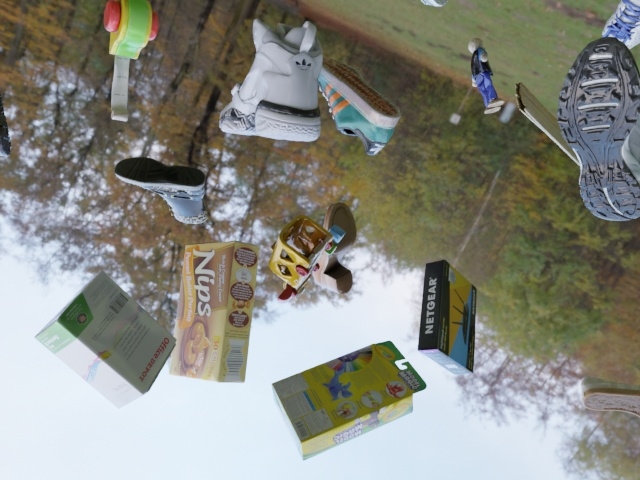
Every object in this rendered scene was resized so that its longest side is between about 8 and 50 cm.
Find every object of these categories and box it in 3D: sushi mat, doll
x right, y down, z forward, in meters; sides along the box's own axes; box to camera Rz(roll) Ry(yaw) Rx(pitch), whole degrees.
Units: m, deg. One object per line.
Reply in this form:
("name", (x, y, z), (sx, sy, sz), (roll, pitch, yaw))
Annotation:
("sushi mat", (0.533, -0.215, 1.183), (0.317, 0.019, 0.151), (37, -142, -16))
("doll", (0.398, -0.409, 1.345), (0.046, 0.188, 0.129), (-13, 170, 1))

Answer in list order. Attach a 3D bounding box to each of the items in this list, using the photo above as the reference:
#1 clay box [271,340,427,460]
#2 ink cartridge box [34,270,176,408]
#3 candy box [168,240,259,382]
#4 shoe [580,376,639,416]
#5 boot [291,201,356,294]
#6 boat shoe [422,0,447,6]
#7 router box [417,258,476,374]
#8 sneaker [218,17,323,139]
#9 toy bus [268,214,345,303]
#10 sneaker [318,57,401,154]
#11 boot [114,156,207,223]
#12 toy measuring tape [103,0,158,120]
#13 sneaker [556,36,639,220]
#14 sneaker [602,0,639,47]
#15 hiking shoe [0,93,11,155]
("clay box", (0.047, 0.248, 0.881), (0.222, 0.053, 0.127), (-16, -144, -18))
("ink cartridge box", (-0.403, 0.191, 1.053), (0.212, 0.093, 0.154), (47, -150, -17))
("candy box", (-0.249, 0.164, 1.280), (0.183, 0.316, 0.088), (-4, 165, 39))
("shoe", (0.638, 0.317, 1.102), (0.219, 0.076, 0.058), (9, -152, 8))
("boot", (0.000, 0.000, 1.572), (0.109, 0.283, 0.220), (-27, -145, -29))
("boat shoe", (0.231, -0.673, 1.354), (0.227, 0.079, 0.081), (44, 173, -30))
("router box", (0.241, 0.145, 1.026), (0.133, 0.046, 0.178), (36, -127, -38))
("sneaker", (-0.098, -0.310, 1.088), (0.138, 0.210, 0.366), (3, -170, -28))
("toy bus", (-0.055, 0.036, 1.138), (0.104, 0.202, 0.191), (38, -170, 6))
("sneaker", (0.059, -0.313, 1.258), (0.108, 0.121, 0.302), (-7, -134, -35))
("boot", (-0.415, -0.126, 1.457), (0.237, 0.178, 0.085), (9, -124, 3))
("toy measuring tape", (-0.440, -0.440, 1.259), (0.122, 0.329, 0.121), (9, -168, -2))
("sneaker", (0.401, -0.157, 0.763), (0.100, 0.271, 0.108), (5, -134, 38))
("sneaker", (0.670, -0.469, 1.158), (0.112, 0.131, 0.296), (43, -161, 18))
("hiking shoe", (-0.653, -0.231, 1.021), (0.114, 0.086, 0.227), (-10, -140, -30))
